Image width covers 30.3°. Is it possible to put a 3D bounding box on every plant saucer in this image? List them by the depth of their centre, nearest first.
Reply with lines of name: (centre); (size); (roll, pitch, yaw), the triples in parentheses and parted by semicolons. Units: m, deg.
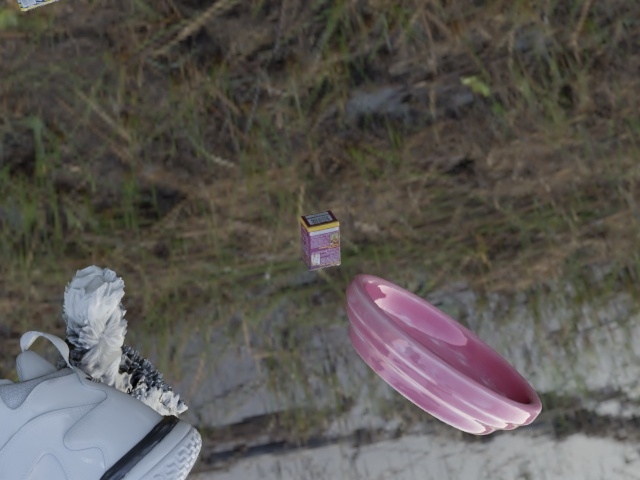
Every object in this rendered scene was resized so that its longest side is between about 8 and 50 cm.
plant saucer: (0.166, 0.175, 1.730); (0.332, 0.332, 0.084); (25, 103, -43)

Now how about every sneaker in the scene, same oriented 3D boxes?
sneaker: (-0.297, 0.265, 1.094); (0.366, 0.210, 0.137); (-50, -179, -7)

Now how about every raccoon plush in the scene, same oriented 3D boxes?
raccoon plush: (-0.362, 0.185, 1.705); (0.216, 0.299, 0.447); (-21, 125, -47)

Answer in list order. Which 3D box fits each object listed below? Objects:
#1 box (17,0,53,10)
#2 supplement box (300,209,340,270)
box: (-0.306, -0.340, 1.491); (0.168, 0.059, 0.054); (-20, 103, -8)
supplement box: (0.000, 0.000, 1.921); (0.054, 0.043, 0.083); (-12, 123, -16)
